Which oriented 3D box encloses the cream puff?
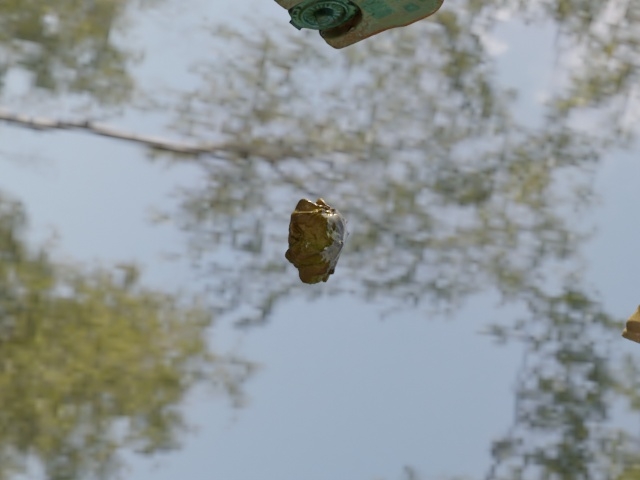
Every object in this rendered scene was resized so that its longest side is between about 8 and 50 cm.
[{"bbox_3d":[0.000,0.000,1.727,0.058,0.083,0.083,-14,-64,39],"label":"cream puff"}]

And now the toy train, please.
[{"bbox_3d":[0.000,-0.181,1.009,0.099,0.188,0.072,-24,-120,25],"label":"toy train"}]

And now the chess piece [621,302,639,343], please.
[{"bbox_3d":[0.226,0.025,1.130,0.035,0.035,0.092,17,-92,51],"label":"chess piece"}]
